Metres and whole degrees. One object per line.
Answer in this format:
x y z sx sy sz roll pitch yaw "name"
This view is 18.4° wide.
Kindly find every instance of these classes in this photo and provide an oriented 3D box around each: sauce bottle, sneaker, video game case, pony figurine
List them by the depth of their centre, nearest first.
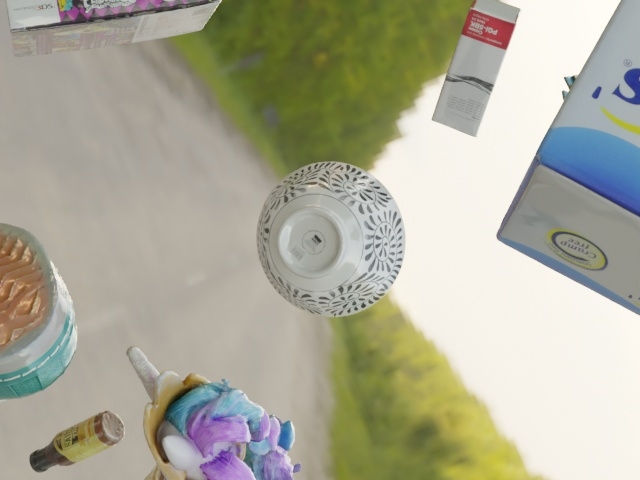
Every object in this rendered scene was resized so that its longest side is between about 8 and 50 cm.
-0.222 0.061 1.282 0.302 0.108 0.121 20 -36 58 "sneaker"
-0.057 0.269 1.522 0.351 0.303 0.363 56 -19 14 "pony figurine"
-0.216 -0.232 2.033 0.232 0.210 0.041 174 -94 -83 "video game case"
-0.276 0.229 2.220 0.042 0.128 0.042 35 41 -37 "sauce bottle"

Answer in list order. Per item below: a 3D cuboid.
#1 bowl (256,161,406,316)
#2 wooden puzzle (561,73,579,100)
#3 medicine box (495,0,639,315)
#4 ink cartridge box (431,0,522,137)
0.000 0.000 2.112 0.170 0.170 0.080 68 16 5 "bowl"
0.248 -0.129 1.806 0.083 0.006 0.049 -9 71 -47 "wooden puzzle"
0.313 -0.075 1.424 0.263 0.289 0.149 28 -25 6 "medicine box"
0.171 -0.193 2.174 0.099 0.056 0.135 -61 170 -72 "ink cartridge box"
